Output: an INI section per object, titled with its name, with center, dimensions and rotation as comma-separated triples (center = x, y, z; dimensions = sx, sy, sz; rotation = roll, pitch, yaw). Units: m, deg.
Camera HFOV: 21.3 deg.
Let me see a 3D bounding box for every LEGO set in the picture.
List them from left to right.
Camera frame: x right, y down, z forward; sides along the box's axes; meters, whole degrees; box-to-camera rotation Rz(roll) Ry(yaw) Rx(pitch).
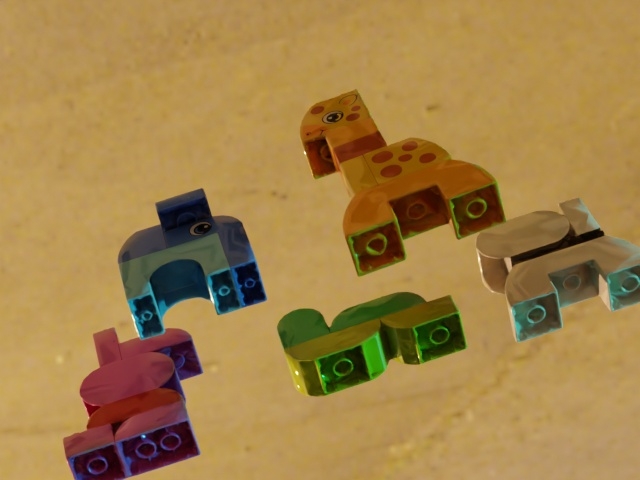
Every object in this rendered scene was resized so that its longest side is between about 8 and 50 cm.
[LEGO set]
center = 0.000, 0.000, 0.646
dimensions = 0.227, 0.093, 0.087
rotation = -18, 126, -4
